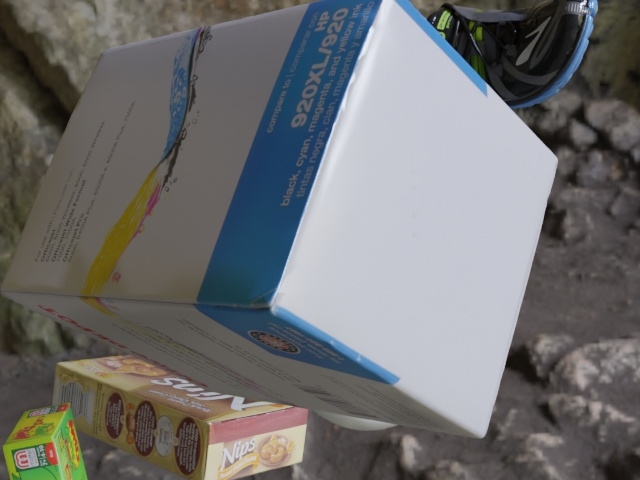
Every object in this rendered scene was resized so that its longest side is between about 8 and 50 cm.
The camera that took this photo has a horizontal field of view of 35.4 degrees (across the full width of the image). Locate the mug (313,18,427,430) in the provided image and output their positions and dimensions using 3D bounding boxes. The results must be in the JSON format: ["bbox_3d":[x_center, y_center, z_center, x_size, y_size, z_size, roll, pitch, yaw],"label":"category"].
[{"bbox_3d":[0.000,0.000,0.942,0.328,0.374,0.276,-34,0,-36],"label":"mug"}]

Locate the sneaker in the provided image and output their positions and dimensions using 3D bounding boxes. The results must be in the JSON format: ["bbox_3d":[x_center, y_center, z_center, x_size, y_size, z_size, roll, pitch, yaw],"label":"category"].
[{"bbox_3d":[0.112,-0.133,0.710,0.078,0.067,0.188,29,-23,-33],"label":"sneaker"}]

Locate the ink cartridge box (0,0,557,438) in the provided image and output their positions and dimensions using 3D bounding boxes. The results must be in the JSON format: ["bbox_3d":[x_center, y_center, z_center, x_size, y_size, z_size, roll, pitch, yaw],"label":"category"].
[{"bbox_3d":[-0.025,-0.009,0.558,0.233,0.168,0.171,0,-26,44],"label":"ink cartridge box"}]

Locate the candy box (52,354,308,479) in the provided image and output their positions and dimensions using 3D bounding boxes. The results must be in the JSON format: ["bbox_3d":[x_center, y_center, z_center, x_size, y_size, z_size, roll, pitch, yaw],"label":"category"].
[{"bbox_3d":[-0.195,0.231,1.352,0.317,0.087,0.183,12,8,40],"label":"candy box"}]

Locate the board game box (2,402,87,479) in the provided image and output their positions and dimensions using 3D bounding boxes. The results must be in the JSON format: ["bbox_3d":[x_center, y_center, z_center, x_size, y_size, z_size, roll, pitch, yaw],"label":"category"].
[{"bbox_3d":[-0.225,0.243,0.868,0.043,0.181,0.092,-11,9,-4],"label":"board game box"}]
